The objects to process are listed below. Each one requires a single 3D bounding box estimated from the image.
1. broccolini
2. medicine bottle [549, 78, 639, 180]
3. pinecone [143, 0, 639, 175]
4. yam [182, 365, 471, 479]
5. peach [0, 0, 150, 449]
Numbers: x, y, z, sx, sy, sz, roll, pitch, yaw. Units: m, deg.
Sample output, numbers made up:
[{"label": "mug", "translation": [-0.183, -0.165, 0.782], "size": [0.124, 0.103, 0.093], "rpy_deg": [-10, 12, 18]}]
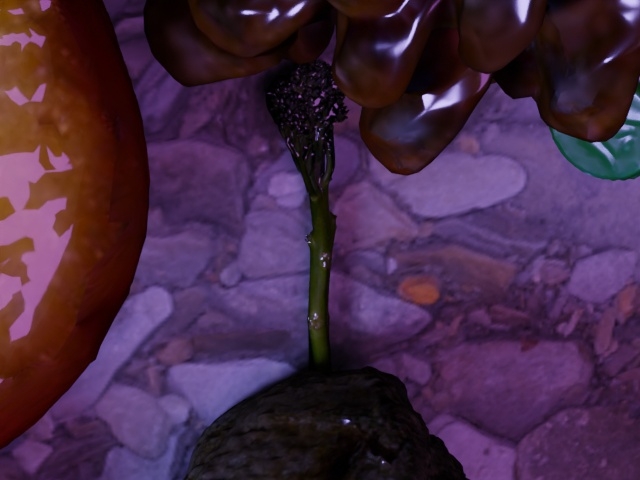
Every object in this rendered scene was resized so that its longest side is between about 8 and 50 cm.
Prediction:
[{"label": "broccolini", "translation": [0.000, -0.001, 0.761], "size": [0.044, 0.042, 0.218], "rpy_deg": [-17, 127, -16]}, {"label": "medicine bottle", "translation": [0.189, -0.114, 0.657], "size": [0.309, 0.076, 0.111], "rpy_deg": [-40, 167, -47]}, {"label": "pinecone", "translation": [0.064, -0.231, 0.470], "size": [0.398, 0.397, 0.397], "rpy_deg": [-10, 118, -19]}, {"label": "yam", "translation": [0.016, 0.230, 0.786], "size": [0.195, 0.195, 0.300], "rpy_deg": [-23, 122, -11]}, {"label": "peach", "translation": [-0.216, -0.058, 0.487], "size": [0.281, 0.281, 0.338], "rpy_deg": [-34, 139, -4]}]
